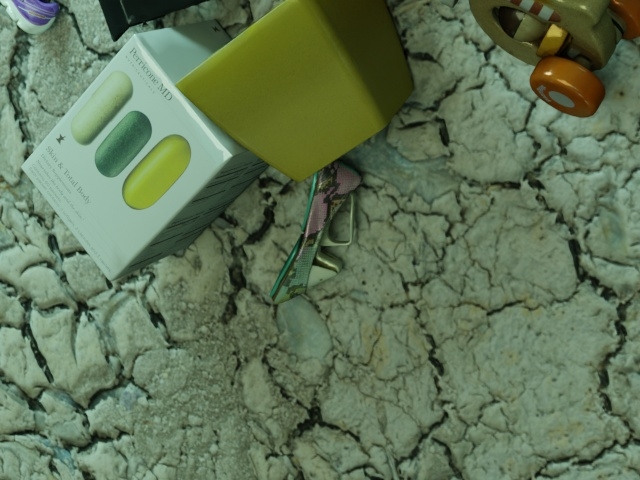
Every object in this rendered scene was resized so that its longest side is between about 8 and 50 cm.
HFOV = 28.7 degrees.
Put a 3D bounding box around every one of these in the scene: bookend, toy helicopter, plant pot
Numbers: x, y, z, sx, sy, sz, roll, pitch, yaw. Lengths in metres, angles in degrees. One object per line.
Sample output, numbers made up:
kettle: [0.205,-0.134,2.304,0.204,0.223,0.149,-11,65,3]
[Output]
bookend: [-0.200,-0.325,1.628,0.072,0.156,0.157,71,164,-6]
toy helicopter: [0.193,-0.288,1.323,0.235,0.355,0.140,26,79,34]
plant pot: [-0.009,-0.199,1.512,0.212,0.212,0.187,-31,101,30]

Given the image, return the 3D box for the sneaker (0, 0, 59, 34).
sneaker: [-0.432,-0.370,1.760,0.071,0.068,0.170,-42,92,15]

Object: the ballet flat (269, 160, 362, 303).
ballet flat: [0.000,0.000,1.639,0.079,0.077,0.222,20,114,-1]

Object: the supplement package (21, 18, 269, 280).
supplement package: [-0.204,-0.120,1.627,0.262,0.198,0.199,-42,83,30]
